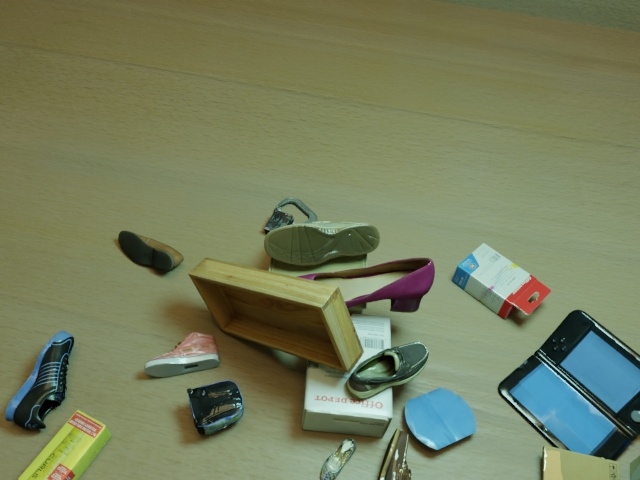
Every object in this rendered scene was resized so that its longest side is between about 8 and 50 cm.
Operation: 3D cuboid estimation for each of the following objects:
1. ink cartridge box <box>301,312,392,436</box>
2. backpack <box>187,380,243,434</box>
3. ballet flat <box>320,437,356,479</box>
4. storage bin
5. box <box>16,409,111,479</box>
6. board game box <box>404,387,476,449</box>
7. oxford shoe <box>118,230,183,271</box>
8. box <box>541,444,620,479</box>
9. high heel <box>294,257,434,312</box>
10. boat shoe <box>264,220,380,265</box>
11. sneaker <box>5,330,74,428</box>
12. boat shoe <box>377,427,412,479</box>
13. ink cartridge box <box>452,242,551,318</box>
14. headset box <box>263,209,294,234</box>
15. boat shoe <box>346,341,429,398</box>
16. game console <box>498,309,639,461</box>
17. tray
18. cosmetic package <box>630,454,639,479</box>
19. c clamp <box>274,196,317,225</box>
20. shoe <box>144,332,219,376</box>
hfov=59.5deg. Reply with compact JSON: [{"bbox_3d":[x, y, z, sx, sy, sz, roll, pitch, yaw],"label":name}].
[{"bbox_3d":[0.064,0.315,1.341,0.197,0.114,0.272,6,47,-1],"label":"ink cartridge box"},{"bbox_3d":[-0.233,0.377,1.274,0.115,0.084,0.105,-16,52,-13],"label":"backpack"},{"bbox_3d":[0.039,0.481,1.239,0.041,0.041,0.114,32,53,21],"label":"ballet flat"},{"bbox_3d":[-0.010,0.107,1.518,0.263,0.123,0.260,6,47,0],"label":"storage bin"},{"bbox_3d":[-0.550,0.478,1.169,0.088,0.058,0.232,23,50,16],"label":"box"},{"bbox_3d":[0.278,0.424,1.322,0.169,0.033,0.133,-14,46,-24],"label":"board game box"},{"bbox_3d":[-0.483,0.028,1.591,0.212,0.076,0.076,25,20,19],"label":"oxford shoe"},{"bbox_3d":[0.560,0.561,1.207,0.165,0.021,0.201,11,58,8],"label":"box"},{"bbox_3d":[0.077,0.089,1.337,0.378,0.181,0.127,0,48,-7],"label":"high heel"},{"bbox_3d":[0.000,0.000,1.477,0.303,0.109,0.098,-6,9,-11],"label":"boat shoe"},{"bbox_3d":[-0.619,0.322,1.295,0.091,0.081,0.232,16,55,5],"label":"sneaker"},{"bbox_3d":[0.159,0.512,1.205,0.073,0.073,0.206,20,56,10],"label":"boat shoe"},{"bbox_3d":[0.509,0.125,1.582,0.134,0.078,0.231,-34,59,-30],"label":"ink cartridge box"},{"bbox_3d":[-0.127,-0.045,1.689,0.062,0.032,0.083,19,63,20],"label":"headset box"},{"bbox_3d":[0.161,0.281,1.258,0.224,0.073,0.080,-19,55,-26],"label":"boat shoe"},{"bbox_3d":[0.630,0.355,1.333,0.174,0.250,0.293,-7,43,-48],"label":"game console"},{"bbox_3d":[-0.109,0.163,1.295,0.411,0.202,0.076,8,43,37],"label":"tray"},{"bbox_3d":[0.731,0.503,1.237,0.041,0.115,0.060,17,48,11],"label":"cosmetic package"},{"bbox_3d":[-0.084,-0.075,1.741,0.137,0.022,0.160,-25,56,-25],"label":"c clamp"},{"bbox_3d":[-0.340,0.278,1.372,0.178,0.063,0.081,-5,47,-17],"label":"shoe"}]
